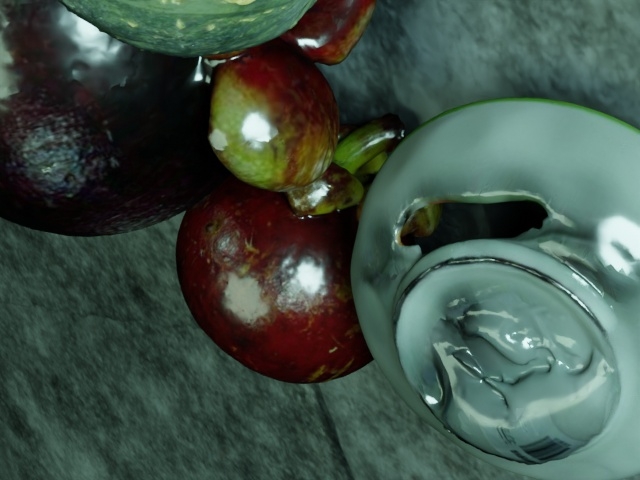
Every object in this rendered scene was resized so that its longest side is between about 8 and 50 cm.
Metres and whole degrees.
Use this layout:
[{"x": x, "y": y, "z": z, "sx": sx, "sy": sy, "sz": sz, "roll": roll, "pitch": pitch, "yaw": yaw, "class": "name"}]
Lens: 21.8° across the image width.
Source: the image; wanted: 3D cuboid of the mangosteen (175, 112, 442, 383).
[{"x": 0.000, "y": 0.000, "z": 1.434, "sx": 0.215, "sy": 0.215, "sz": 0.257, "roll": 47, "pitch": 113, "yaw": 15, "class": "mangosteen"}]

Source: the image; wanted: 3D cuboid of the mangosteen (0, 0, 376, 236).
[{"x": -0.145, "y": -0.190, "z": 1.332, "sx": 0.435, "sy": 0.382, "sz": 0.382, "roll": 5, "pitch": 129, "yaw": 12, "class": "mangosteen"}]

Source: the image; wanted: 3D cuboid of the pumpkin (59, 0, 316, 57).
[{"x": -0.056, "y": -0.272, "z": 1.020, "sx": 0.257, "sy": 0.327, "sz": 0.291, "roll": 45, "pitch": 137, "yaw": 6, "class": "pumpkin"}]

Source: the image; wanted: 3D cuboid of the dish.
[{"x": 0.152, "y": 0.065, "z": 1.232, "sx": 0.324, "sy": 0.124, "sz": 0.324, "roll": 15, "pitch": 127, "yaw": 22, "class": "dish"}]
